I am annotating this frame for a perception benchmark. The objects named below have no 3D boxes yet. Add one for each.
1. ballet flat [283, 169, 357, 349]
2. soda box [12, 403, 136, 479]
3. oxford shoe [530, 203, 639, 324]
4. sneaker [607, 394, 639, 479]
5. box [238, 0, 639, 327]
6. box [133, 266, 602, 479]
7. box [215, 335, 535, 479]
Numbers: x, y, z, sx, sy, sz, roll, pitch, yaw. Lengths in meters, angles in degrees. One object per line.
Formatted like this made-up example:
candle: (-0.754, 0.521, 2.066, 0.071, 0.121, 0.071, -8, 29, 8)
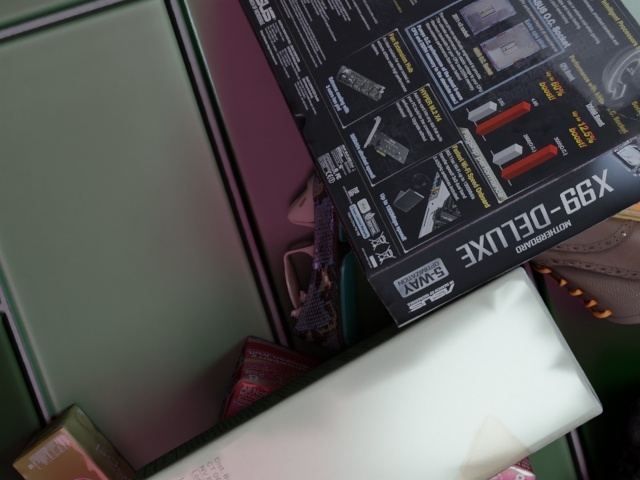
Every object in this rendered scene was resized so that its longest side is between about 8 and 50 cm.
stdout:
ballet flat: (0.000, 0.000, 1.050, 0.070, 0.070, 0.188, 3, 99, -1)
soda box: (-0.184, 0.235, 1.098, 0.058, 0.061, 0.181, -37, 100, 8)
oxford shoe: (0.219, 0.007, 1.020, 0.364, 0.130, 0.133, 5, 108, -1)
sneaker: (0.282, 0.186, 1.058, 0.283, 0.107, 0.124, -46, 116, 0)
box: (0.097, -0.123, 0.914, 0.242, 0.307, 0.076, -28, 143, 5)
box: (0.029, 0.146, 0.909, 0.311, 0.148, 0.121, -29, 88, -7)
box: (0.036, 0.188, 1.055, 0.257, 0.128, 0.122, 18, 102, -3)
